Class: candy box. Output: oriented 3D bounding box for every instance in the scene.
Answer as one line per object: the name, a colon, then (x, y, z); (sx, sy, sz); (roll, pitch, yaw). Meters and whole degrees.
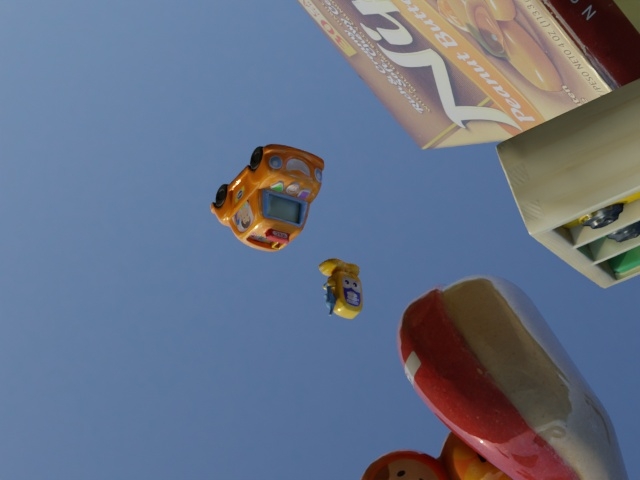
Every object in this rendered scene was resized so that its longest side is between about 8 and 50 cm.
candy box: (0.081, -0.148, 1.076); (0.087, 0.183, 0.316); (-43, -169, -13)

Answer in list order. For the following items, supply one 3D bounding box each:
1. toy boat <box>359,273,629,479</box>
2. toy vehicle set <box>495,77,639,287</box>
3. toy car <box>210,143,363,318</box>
toy boat: (0.091, 0.130, 1.156); (0.151, 0.231, 0.151); (-28, -133, -3)
toy vehicle set: (0.207, -0.059, 0.721); (0.267, 0.166, 0.035); (-24, -104, 14)
toy car: (0.000, 0.000, 0.938); (0.060, 0.122, 0.040); (-30, -131, 27)
